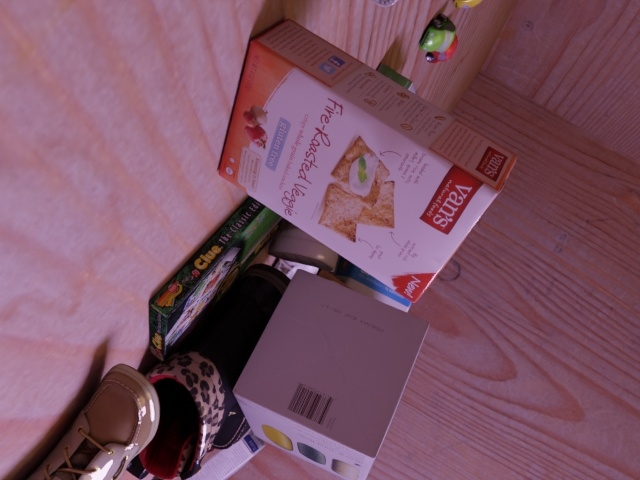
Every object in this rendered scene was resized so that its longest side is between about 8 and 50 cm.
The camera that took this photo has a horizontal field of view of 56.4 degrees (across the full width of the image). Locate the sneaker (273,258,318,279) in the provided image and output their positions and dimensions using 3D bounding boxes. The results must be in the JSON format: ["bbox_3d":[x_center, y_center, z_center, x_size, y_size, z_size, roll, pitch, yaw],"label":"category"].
[{"bbox_3d":[-0.071,0.073,1.150,0.094,0.080,0.212,-24,150,-36],"label":"sneaker"}]

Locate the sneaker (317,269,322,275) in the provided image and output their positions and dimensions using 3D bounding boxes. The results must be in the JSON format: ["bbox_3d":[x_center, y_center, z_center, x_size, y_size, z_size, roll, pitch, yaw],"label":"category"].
[{"bbox_3d":[0.000,0.000,1.189,0.081,0.090,0.232,-49,170,-48],"label":"sneaker"}]

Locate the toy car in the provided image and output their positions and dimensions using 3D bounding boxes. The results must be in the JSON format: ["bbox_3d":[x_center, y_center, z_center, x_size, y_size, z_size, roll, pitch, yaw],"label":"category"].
[{"bbox_3d":[0.265,-0.435,1.227,0.225,0.053,0.239,-50,170,-45],"label":"toy car"}]

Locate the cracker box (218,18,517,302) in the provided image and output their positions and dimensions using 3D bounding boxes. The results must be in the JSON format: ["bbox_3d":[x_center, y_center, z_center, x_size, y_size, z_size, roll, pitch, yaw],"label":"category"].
[{"bbox_3d":[0.030,-0.066,0.536,0.067,0.232,0.156,-51,170,-43],"label":"cracker box"}]

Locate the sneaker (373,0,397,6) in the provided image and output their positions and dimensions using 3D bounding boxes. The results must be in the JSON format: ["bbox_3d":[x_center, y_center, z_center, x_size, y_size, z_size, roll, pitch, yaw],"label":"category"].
[{"bbox_3d":[0.101,-0.321,0.643,0.134,0.051,0.070,-59,175,39],"label":"sneaker"}]

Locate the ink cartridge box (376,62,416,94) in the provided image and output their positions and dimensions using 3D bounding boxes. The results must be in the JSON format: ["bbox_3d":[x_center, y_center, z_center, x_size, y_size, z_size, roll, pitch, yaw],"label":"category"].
[{"bbox_3d":[0.116,-0.234,1.063,0.109,0.062,0.209,-58,173,11],"label":"ink cartridge box"}]

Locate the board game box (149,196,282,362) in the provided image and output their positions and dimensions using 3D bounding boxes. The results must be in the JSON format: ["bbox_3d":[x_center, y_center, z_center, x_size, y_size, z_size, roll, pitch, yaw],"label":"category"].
[{"bbox_3d":[-0.120,0.024,0.750,0.260,0.030,0.136,-52,169,-36],"label":"board game box"}]

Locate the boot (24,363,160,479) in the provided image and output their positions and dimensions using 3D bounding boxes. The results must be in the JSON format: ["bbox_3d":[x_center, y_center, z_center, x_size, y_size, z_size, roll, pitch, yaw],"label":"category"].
[{"bbox_3d":[-0.250,0.232,0.587,0.213,0.077,0.165,-58,172,29],"label":"boot"}]

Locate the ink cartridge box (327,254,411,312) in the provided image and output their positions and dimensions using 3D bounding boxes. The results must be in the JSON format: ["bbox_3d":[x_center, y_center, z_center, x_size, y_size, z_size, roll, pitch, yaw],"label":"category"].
[{"bbox_3d":[0.044,0.208,1.389,0.395,0.166,0.285,-64,-166,-8],"label":"ink cartridge box"}]

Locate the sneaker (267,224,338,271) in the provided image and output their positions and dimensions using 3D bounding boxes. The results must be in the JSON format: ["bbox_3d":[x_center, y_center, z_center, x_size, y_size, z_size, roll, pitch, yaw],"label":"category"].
[{"bbox_3d":[-0.004,-0.041,0.948,0.292,0.108,0.169,41,65,-86],"label":"sneaker"}]

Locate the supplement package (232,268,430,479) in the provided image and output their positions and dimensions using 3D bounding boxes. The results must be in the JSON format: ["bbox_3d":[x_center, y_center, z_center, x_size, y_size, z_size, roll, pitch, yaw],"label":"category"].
[{"bbox_3d":[0.018,0.212,0.881,0.263,0.199,0.198,90,25,-61],"label":"supplement package"}]

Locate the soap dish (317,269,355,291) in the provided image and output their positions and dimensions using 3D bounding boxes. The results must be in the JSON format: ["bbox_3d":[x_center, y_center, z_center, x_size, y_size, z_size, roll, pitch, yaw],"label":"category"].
[{"bbox_3d":[0.009,0.238,1.164,0.291,0.229,0.118,-57,-168,-12],"label":"soap dish"}]

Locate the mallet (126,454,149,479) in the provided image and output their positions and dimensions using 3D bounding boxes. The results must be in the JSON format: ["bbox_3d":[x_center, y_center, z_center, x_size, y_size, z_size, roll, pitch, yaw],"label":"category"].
[{"bbox_3d":[-0.298,0.308,0.790,0.039,0.062,0.189,-59,158,12],"label":"mallet"}]

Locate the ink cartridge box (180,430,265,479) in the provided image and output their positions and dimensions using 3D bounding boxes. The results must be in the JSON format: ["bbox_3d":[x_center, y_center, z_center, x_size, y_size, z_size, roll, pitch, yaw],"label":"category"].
[{"bbox_3d":[-0.295,0.597,1.479,0.330,0.071,0.324,-37,169,-9],"label":"ink cartridge box"}]

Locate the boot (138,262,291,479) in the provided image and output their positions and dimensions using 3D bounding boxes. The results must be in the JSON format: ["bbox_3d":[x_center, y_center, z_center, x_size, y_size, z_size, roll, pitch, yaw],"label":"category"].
[{"bbox_3d":[-0.171,0.243,0.906,0.377,0.138,0.284,-66,171,30],"label":"boot"}]

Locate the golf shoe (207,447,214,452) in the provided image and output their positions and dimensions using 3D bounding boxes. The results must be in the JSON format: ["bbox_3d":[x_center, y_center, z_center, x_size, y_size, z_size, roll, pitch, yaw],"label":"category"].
[{"bbox_3d":[-0.211,0.414,1.514,0.306,0.115,0.140,-60,169,13],"label":"golf shoe"}]
